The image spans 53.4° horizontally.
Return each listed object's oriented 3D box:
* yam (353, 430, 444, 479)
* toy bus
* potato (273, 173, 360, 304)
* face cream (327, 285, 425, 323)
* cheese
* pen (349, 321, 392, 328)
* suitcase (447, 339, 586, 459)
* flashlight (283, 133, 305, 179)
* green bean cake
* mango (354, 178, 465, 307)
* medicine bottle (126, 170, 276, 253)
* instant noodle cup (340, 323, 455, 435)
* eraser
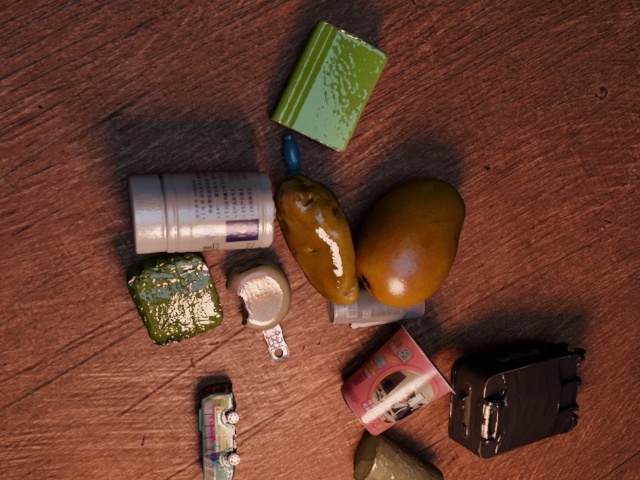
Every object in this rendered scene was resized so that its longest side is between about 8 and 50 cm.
[{"bbox_3d":[0.213,0.659,1.811,0.268,0.161,0.161,34,90,-19],"label":"yam"},{"bbox_3d":[-0.266,0.512,1.686,0.109,0.091,0.262,-1,99,-9],"label":"toy bus"},{"bbox_3d":[0.000,0.000,1.604,0.195,0.176,0.369,-12,114,25],"label":"potato"},{"bbox_3d":[0.156,0.174,1.748,0.269,0.073,0.108,-4,99,-15],"label":"face cream"},{"bbox_3d":[-0.144,0.188,1.662,0.163,0.082,0.287,-17,105,-11],"label":"cheese"},{"bbox_3d":[0.177,0.223,1.791,0.204,0.025,0.025,-6,102,-16],"label":"pen"},{"bbox_3d":[0.557,0.438,1.823,0.433,0.194,0.283,-7,105,-31],"label":"suitcase"},{"bbox_3d":[-0.072,-0.206,1.626,0.051,0.051,0.129,-16,102,-13],"label":"flashlight"},{"bbox_3d":[-0.357,0.134,1.565,0.200,0.113,0.214,-17,113,-10],"label":"green bean cake"},{"bbox_3d":[0.240,-0.004,1.666,0.263,0.221,0.378,39,74,-8],"label":"mango"},{"bbox_3d":[-0.286,-0.069,1.516,0.332,0.190,0.190,-3,101,-15],"label":"medicine bottle"},{"bbox_3d":[0.198,0.391,1.735,0.255,0.244,0.244,-37,108,3],"label":"instant noodle cup"},{"bbox_3d":[0.020,-0.385,1.599,0.210,0.092,0.274,23,95,-18],"label":"eraser"}]
